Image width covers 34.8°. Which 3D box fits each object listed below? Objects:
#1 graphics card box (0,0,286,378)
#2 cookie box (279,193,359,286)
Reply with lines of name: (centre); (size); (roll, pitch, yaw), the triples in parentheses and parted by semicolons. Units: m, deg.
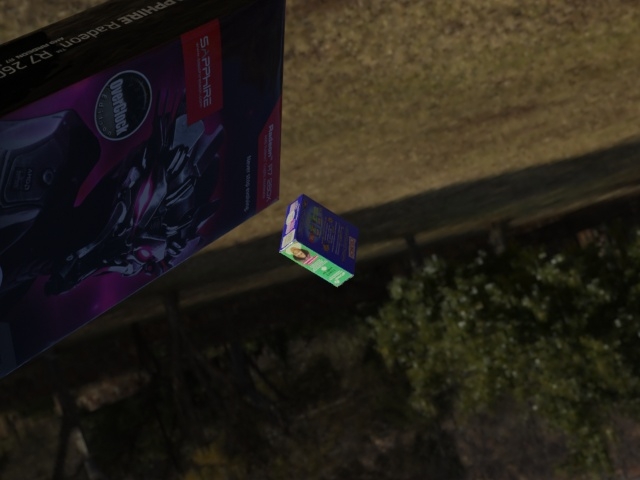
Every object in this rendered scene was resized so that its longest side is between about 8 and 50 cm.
graphics card box: (-0.180, -0.063, 0.830); (0.371, 0.094, 0.232); (-33, 143, -37)
cookie box: (0.000, 0.000, 1.454); (0.107, 0.091, 0.040); (31, 134, -24)
